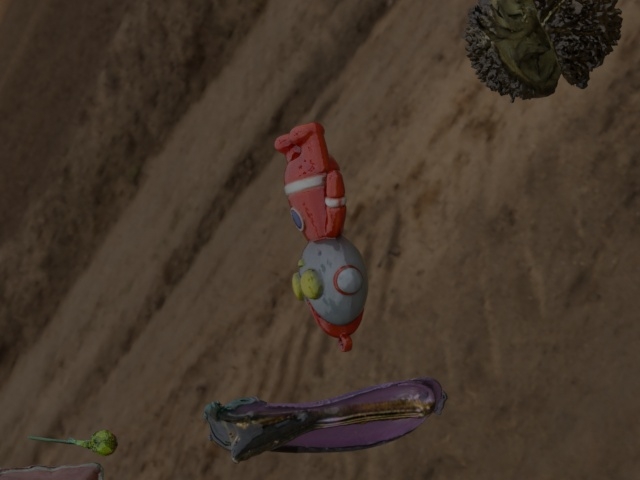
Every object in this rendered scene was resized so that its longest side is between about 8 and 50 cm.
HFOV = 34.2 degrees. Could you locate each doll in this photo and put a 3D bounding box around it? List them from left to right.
[{"bbox_3d":[0.000,0.000,1.535,0.200,0.105,0.336,168,89,-69],"label":"doll"}]

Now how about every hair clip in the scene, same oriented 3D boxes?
[{"bbox_3d":[0.013,0.257,1.466,0.095,0.359,0.110,-178,84,-65],"label":"hair clip"}]

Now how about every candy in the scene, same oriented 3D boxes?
[{"bbox_3d":[-0.342,0.277,1.441,0.035,0.123,0.035,-121,38,-71],"label":"candy"}]

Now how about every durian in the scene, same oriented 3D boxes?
[{"bbox_3d":[0.266,-0.259,1.235,0.196,0.167,0.196,-16,24,8],"label":"durian"}]

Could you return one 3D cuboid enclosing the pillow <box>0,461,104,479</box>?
[{"bbox_3d":[-0.375,0.400,1.450,0.075,0.171,0.179,-39,-58,-74],"label":"pillow"}]
